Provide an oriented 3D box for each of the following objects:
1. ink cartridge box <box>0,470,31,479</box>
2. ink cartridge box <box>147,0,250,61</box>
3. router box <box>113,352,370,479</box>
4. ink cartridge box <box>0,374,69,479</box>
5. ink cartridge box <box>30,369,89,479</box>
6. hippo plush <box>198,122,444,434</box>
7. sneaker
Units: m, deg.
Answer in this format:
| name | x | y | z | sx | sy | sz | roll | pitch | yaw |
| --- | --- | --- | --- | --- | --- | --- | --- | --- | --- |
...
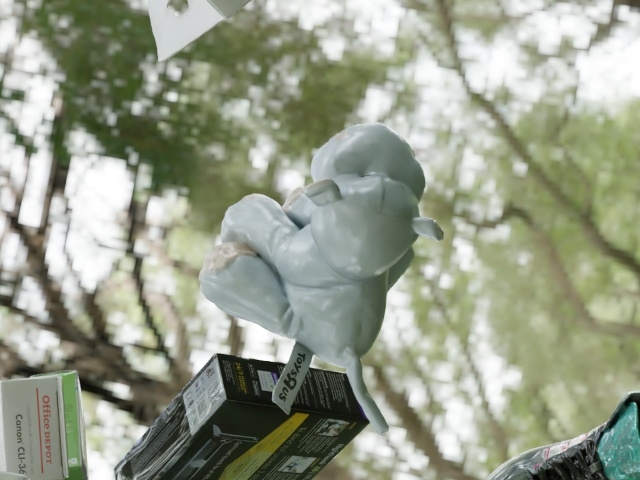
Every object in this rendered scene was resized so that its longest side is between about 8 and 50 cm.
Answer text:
| name | x | y | z | sx | sy | sz | roll | pitch | yaw |
| --- | --- | --- | --- | --- | --- | --- | --- | --- | --- |
| ink cartridge box | -0.416 | 0.293 | 1.869 | 0.158 | 0.217 | 0.092 | 110 | 167 | -57 |
| ink cartridge box | -0.059 | -0.348 | 1.691 | 0.119 | 0.353 | 0.207 | 45 | -165 | -32 |
| router box | -0.112 | 0.286 | 2.538 | 0.243 | 0.309 | 0.081 | 12 | -133 | -33 |
| ink cartridge box | -0.326 | 0.210 | 1.999 | 0.198 | 0.067 | 0.115 | 158 | 107 | -70 |
| ink cartridge box | -0.328 | 0.281 | 2.292 | 0.109 | 0.062 | 0.209 | 89 | 173 | -48 |
| hippo plush | 0.000 | 0.000 | 1.916 | 0.236 | 0.234 | 0.294 | 107 | 176 | -49 |
| sneaker | 0.317 | 0.262 | 2.066 | 0.295 | 0.124 | 0.178 | -22 | -15 | -22 |
